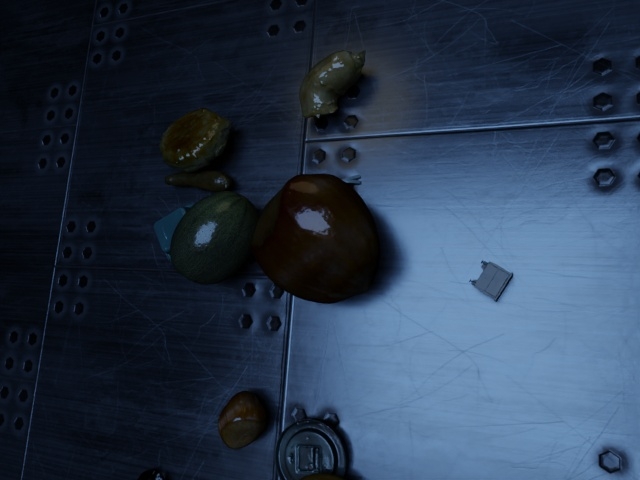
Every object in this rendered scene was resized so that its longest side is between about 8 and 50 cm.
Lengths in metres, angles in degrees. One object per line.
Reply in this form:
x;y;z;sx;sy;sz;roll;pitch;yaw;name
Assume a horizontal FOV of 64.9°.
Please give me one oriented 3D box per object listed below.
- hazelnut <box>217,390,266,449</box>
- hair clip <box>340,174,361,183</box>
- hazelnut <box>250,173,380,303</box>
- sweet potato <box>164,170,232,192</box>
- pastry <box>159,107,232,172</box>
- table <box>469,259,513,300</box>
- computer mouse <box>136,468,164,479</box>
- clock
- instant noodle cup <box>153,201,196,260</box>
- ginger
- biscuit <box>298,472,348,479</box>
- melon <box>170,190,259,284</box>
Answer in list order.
-0.235;0.517;1.464;0.150;0.150;0.150;-4;78;21;hazelnut
0.066;-0.179;1.539;0.115;0.039;0.030;-7;86;9;hair clip
-0.005;-0.007;1.374;0.366;0.366;0.365;-4;78;21;hazelnut
-0.411;-0.205;1.705;0.274;0.075;0.075;8;83;25;sweet potato
-0.418;-0.329;1.688;0.257;0.121;0.235;26;75;38;pastry
0.443;0.103;1.312;0.082;0.070;0.083;32;93;23;table
-0.549;0.831;1.556;0.147;0.077;0.241;16;86;21;computer mouse
-0.025;0.610;1.413;0.215;0.042;0.214;-4;79;20;clock
-0.480;-0.033;1.700;0.179;0.070;0.157;-29;73;13;instant noodle cup
0.031;-0.491;1.554;0.152;0.138;0.267;40;108;9;ginger
0.017;0.751;1.342;0.262;0.037;0.261;1;94;16;biscuit
-0.320;-0.011;1.540;0.237;0.237;0.301;38;92;23;melon
